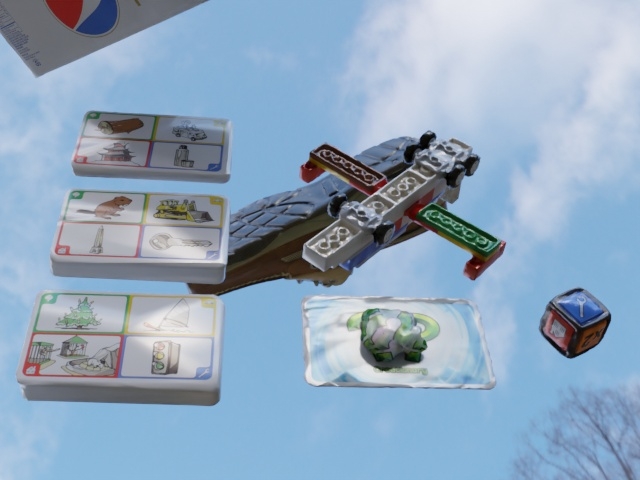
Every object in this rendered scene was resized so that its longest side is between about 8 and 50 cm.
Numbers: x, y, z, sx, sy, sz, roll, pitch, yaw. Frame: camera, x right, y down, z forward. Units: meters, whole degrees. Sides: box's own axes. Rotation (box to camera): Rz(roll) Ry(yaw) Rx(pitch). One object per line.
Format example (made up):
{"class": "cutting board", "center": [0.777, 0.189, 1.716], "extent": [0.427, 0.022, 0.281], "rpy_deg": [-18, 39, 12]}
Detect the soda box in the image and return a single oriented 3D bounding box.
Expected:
{"class": "soda box", "center": [-0.095, -0.165, 0.503], "extent": [0.216, 0.073, 0.069], "rpy_deg": [-12, -54, 35]}

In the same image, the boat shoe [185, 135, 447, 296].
{"class": "boat shoe", "center": [0.000, 0.000, 1.045], "extent": [0.324, 0.122, 0.119], "rpy_deg": [-25, -66, 6]}

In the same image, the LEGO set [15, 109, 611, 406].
{"class": "LEGO set", "center": [0.002, 0.012, 0.427], "extent": [0.245, 0.182, 0.060], "rpy_deg": [2, -48, -5]}
